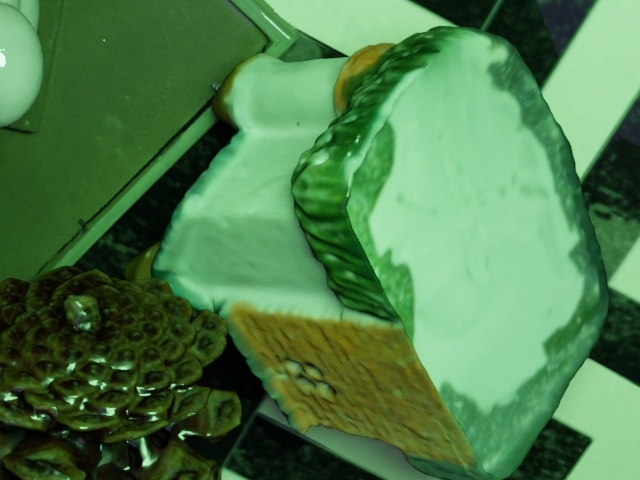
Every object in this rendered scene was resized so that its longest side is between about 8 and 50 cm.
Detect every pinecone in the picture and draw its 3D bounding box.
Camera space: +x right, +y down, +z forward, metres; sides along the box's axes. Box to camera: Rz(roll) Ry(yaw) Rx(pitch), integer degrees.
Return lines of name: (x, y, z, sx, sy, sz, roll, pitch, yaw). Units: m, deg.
pinecone: (-0.151, 0.118, 1.075, 0.207, 0.208, 0.208, 3, 114, 7)

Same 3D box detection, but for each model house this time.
model house: (0.000, 0.000, 1.138, 0.301, 0.190, 0.271, 3, 136, 38)

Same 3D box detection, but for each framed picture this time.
framed picture: (-0.202, -0.112, 1.177, 0.232, 0.024, 0.315, 43, 114, -12)

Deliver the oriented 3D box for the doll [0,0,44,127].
doll: (-0.239, -0.052, 1.112, 0.094, 0.160, 0.365, 3, 120, -18)
